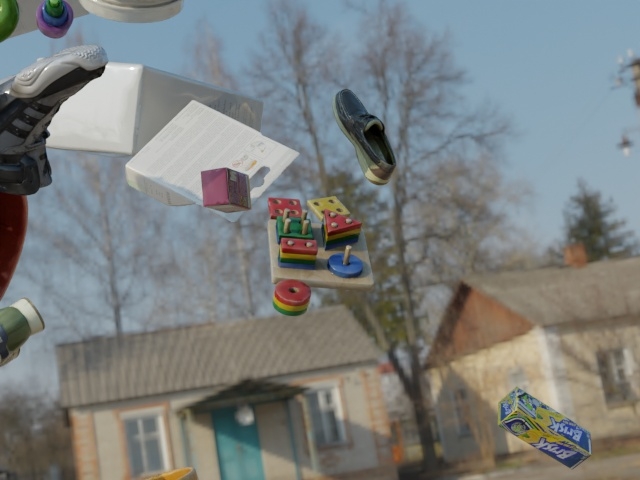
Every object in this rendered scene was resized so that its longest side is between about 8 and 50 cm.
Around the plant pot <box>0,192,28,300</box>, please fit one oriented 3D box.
[{"bbox_3d":[-0.660,-0.012,1.789,0.265,0.273,0.272,19,-9,6],"label":"plant pot"}]

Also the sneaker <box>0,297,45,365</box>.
[{"bbox_3d":[-0.411,0.128,1.352,0.086,0.064,0.192,-35,2,-38],"label":"sneaker"}]

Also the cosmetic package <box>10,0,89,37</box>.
[{"bbox_3d":[-0.593,-0.531,2.132,0.224,0.224,0.138,-18,-16,-5],"label":"cosmetic package"}]

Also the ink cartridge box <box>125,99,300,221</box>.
[{"bbox_3d":[-0.172,-0.117,1.769,0.224,0.181,0.056,28,-32,21],"label":"ink cartridge box"}]

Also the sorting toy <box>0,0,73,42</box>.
[{"bbox_3d":[-0.611,-0.416,1.893,0.365,0.127,0.126,4,-11,-12],"label":"sorting toy"}]

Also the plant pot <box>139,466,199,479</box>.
[{"bbox_3d":[-0.244,0.443,1.542,0.205,0.188,0.205,-19,-2,-1],"label":"plant pot"}]

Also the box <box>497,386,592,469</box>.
[{"bbox_3d":[0.389,0.326,1.904,0.168,0.059,0.054,31,-54,-14],"label":"box"}]

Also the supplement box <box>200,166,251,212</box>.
[{"bbox_3d":[-0.135,-0.071,1.586,0.043,0.055,0.083,-7,-8,18],"label":"supplement box"}]

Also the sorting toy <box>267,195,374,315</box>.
[{"bbox_3d":[0.000,0.000,1.448,0.132,0.275,0.046,5,-56,-9],"label":"sorting toy"}]

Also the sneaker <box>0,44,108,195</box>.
[{"bbox_3d":[-0.382,-0.155,1.491,0.268,0.153,0.101,-24,18,11],"label":"sneaker"}]

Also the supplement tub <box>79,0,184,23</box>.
[{"bbox_3d":[-0.325,-0.563,1.918,0.228,0.228,0.316,-5,-51,-19],"label":"supplement tub"}]

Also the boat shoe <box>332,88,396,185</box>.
[{"bbox_3d":[0.097,-0.221,2.227,0.080,0.224,0.073,-8,-25,-38],"label":"boat shoe"}]

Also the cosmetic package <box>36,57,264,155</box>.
[{"bbox_3d":[-0.312,-0.227,2.078,0.230,0.162,0.453,7,2,25],"label":"cosmetic package"}]
